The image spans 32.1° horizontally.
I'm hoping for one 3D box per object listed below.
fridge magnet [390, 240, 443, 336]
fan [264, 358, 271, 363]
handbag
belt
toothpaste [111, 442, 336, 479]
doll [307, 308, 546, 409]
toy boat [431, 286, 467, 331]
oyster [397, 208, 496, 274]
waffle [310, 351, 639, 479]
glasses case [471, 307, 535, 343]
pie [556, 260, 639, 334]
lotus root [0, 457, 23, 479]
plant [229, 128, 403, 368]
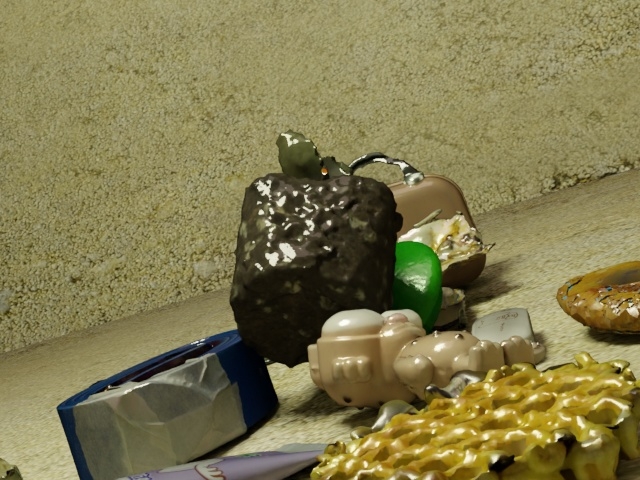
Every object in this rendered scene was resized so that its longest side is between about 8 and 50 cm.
[{"bbox_3d":[0.092,0.092,1.568,0.208,0.088,0.208,-35,33,27],"label":"fridge magnet"},{"bbox_3d":[-0.120,0.200,1.991,0.223,0.012,0.294,-21,6,-43],"label":"fan"},{"bbox_3d":[0.128,-0.023,2.018,0.302,0.283,0.149,-17,6,8],"label":"handbag"},{"bbox_3d":[-0.184,0.209,1.436,0.212,0.117,0.347,-16,3,26],"label":"belt"},{"bbox_3d":[-0.154,0.256,1.084,0.371,0.080,0.125,-11,-3,-33],"label":"toothpaste"},{"bbox_3d":[0.112,0.132,1.231,0.278,0.119,0.154,-5,-2,44],"label":"doll"},{"bbox_3d":[0.188,0.098,1.682,0.084,0.066,0.210,-15,4,13],"label":"toy boat"},{"bbox_3d":[0.139,0.075,1.823,0.354,0.107,0.201,-31,26,-27],"label":"oyster"},{"bbox_3d":[0.136,0.169,0.948,0.329,0.062,0.329,-19,3,1],"label":"waffle"},{"bbox_3d":[0.224,0.117,1.364,0.074,0.049,0.193,-17,3,11],"label":"glasses case"},{"bbox_3d":[0.409,0.053,1.304,0.273,0.069,0.273,-19,3,1],"label":"pie"},{"bbox_3d":[-0.410,0.314,1.310,0.143,0.070,0.144,-25,10,-13],"label":"lotus root"},{"bbox_3d":[0.000,0.000,1.466,0.213,0.215,0.312,7,43,5],"label":"plant"}]
